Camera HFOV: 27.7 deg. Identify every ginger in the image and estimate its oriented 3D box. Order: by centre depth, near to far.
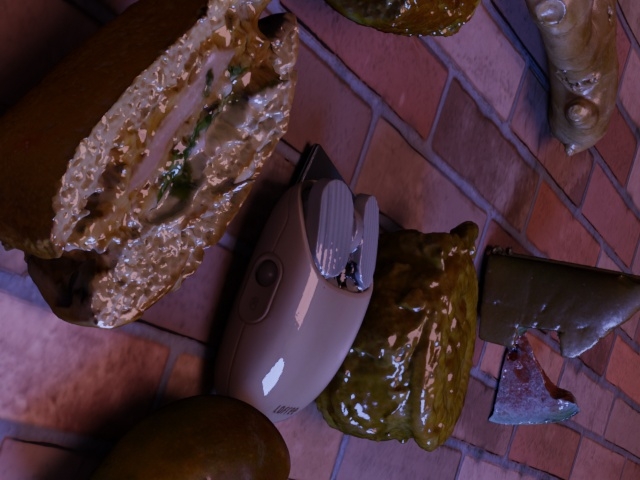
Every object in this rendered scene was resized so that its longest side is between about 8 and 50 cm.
[{"bbox_3d":[0.326,-0.268,1.651,0.363,0.122,0.348,-30,121,-67],"label":"ginger"}]

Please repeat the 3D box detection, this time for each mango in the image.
[{"bbox_3d":[-0.112,0.195,1.059,0.267,0.111,0.133,-12,129,-61],"label":"mango"}]

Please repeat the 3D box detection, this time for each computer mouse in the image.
[{"bbox_3d":[-0.016,0.059,1.186,0.145,0.082,0.236,24,89,-59],"label":"computer mouse"}]

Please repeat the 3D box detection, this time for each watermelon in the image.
[{"bbox_3d":[0.289,0.206,1.891,0.158,0.121,0.098,56,16,3],"label":"watermelon"}]

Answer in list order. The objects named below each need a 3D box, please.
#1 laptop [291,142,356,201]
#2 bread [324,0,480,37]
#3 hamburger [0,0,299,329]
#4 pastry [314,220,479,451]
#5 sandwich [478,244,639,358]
[{"bbox_3d":[0.000,0.000,1.280,0.129,0.016,0.180,-66,152,-17],"label":"laptop"},{"bbox_3d":[0.065,-0.243,1.175,0.103,0.132,0.172,-58,160,19],"label":"bread"},{"bbox_3d":[-0.124,-0.066,0.869,0.144,0.157,0.283,58,49,-31],"label":"hamburger"},{"bbox_3d":[0.083,0.098,1.362,0.240,0.132,0.235,-29,123,-70],"label":"pastry"},{"bbox_3d":[0.337,0.083,1.717,0.122,0.236,0.128,-22,121,-71],"label":"sandwich"}]
